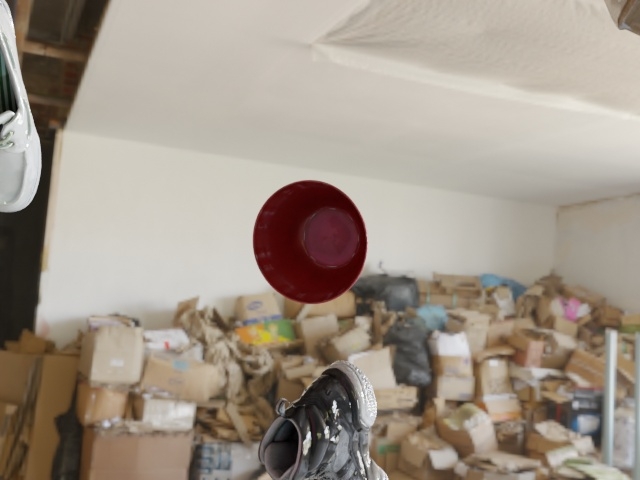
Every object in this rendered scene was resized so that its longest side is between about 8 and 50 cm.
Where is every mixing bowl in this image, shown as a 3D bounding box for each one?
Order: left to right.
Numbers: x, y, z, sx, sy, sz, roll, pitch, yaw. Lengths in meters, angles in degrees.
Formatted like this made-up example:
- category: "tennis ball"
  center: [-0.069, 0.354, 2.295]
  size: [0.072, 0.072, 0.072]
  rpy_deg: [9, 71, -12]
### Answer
- category: "mixing bowl"
  center: [0.000, 0.000, 1.139]
  size: [0.181, 0.182, 0.098]
  rpy_deg: [1, 4, 22]

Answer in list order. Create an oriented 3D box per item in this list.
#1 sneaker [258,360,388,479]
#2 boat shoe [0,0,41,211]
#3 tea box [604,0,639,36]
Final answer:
- category: "sneaker"
  center: [0.002, 0.302, 0.996]
  size: [0.153, 0.269, 0.101]
  rpy_deg: [-18, 19, -35]
- category: "boat shoe"
  center: [-0.318, -0.120, 0.716]
  size: [0.083, 0.226, 0.076]
  rpy_deg: [-9, 30, -14]
- category: "tea box"
  center: [0.348, -0.268, 0.468]
  size: [0.219, 0.324, 0.329]
  rpy_deg: [25, 32, 0]
